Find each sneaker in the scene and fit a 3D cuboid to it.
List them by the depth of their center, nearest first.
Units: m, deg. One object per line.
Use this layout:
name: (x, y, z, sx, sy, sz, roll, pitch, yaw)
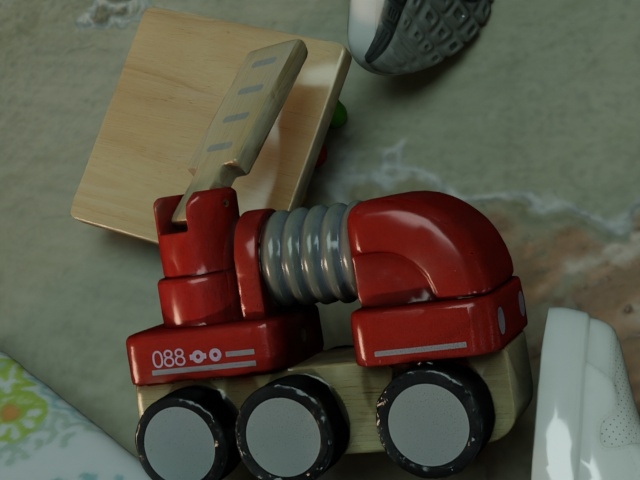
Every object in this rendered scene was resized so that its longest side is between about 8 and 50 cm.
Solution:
sneaker: (0.189, 0.174, 0.601, 0.169, 0.108, 0.293, -3, 68, 12)
sneaker: (0.061, -0.239, 0.891, 0.129, 0.111, 0.297, -6, 54, 32)

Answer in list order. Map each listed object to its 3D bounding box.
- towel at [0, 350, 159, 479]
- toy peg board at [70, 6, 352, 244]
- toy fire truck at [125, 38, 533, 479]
towel: (-0.236, 0.213, 0.644, 0.320, 0.090, 0.374, -33, 45, -32)
toy peg board: (-0.065, -0.063, 0.839, 0.161, 0.079, 0.161, 15, 82, 24)
toy fire truck: (0.000, 0.000, 0.686, 0.217, 0.158, 0.246, -8, 93, 21)
